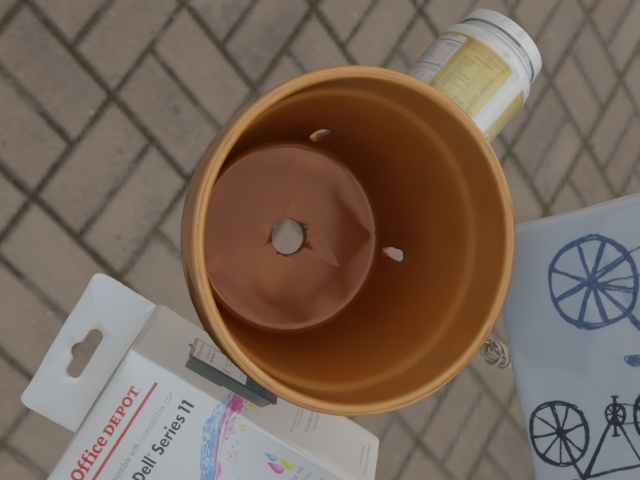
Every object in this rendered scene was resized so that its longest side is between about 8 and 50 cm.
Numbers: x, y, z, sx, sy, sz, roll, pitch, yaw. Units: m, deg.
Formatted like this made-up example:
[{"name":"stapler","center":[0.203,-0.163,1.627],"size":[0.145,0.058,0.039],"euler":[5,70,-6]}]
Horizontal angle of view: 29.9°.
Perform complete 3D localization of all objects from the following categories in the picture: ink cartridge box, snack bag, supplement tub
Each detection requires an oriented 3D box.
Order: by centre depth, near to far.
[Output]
[{"name":"snack bag","center":[0.310,0.121,1.027],"size":[0.037,0.323,0.342],"euler":[2,76,-49]},{"name":"ink cartridge box","center":[-0.141,0.214,1.246],"size":[0.353,0.119,0.207],"euler":[32,112,-4]},{"name":"supplement tub","center":[0.180,-0.189,1.556],"size":[0.199,0.144,0.144],"euler":[-48,127,-17]}]

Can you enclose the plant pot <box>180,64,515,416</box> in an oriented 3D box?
[{"name":"plant pot","center":[0.000,0.000,1.080],"size":[0.291,0.203,0.290],"euler":[0,91,-21]}]

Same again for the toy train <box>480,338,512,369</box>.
[{"name":"toy train","center":[0.206,0.129,1.837],"size":[0.105,0.248,0.143],"euler":[-63,150,-6]}]
